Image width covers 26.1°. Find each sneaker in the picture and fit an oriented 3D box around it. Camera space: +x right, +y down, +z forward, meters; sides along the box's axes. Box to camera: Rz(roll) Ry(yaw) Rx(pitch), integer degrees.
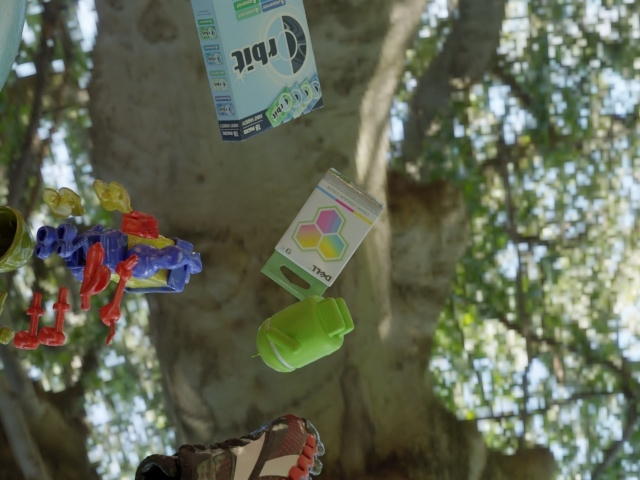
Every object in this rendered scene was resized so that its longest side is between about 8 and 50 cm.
[{"bbox_3d":[-0.096,0.230,1.296,0.097,0.135,0.276,-39,-176,40],"label":"sneaker"}]

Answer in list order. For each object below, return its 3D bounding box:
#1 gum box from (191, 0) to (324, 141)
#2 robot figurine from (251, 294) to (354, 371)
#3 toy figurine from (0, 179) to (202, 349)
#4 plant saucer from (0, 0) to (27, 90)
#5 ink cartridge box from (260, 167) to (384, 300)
[{"bbox_3d":[-0.076,-0.233,1.713,0.041,0.184,0.157,2,-158,42],"label":"gum box"},{"bbox_3d":[-0.021,0.104,1.531,0.115,0.067,0.101,-27,168,21],"label":"robot figurine"},{"bbox_3d":[-0.267,0.050,1.700,0.362,0.191,0.217,-6,166,44],"label":"toy figurine"},{"bbox_3d":[-0.335,-0.181,0.878,0.317,0.318,0.043,-28,-167,-27],"label":"plant saucer"},{"bbox_3d":[0.000,0.000,2.198,0.109,0.209,0.062,35,-170,-1],"label":"ink cartridge box"}]
